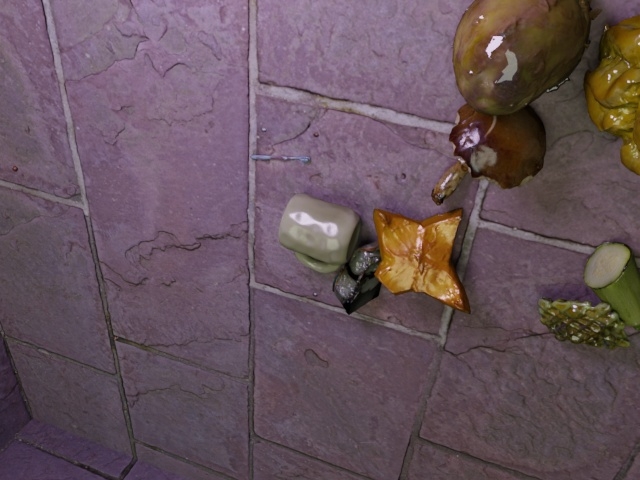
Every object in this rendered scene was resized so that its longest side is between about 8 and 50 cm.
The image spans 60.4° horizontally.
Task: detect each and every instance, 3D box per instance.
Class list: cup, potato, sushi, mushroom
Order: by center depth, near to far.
[{"bbox_3d":[0.398,-0.399,1.113,0.301,0.237,0.288,8,115,20],"label":"potato"},{"bbox_3d":[0.372,-0.229,1.331,0.208,0.232,0.302,37,156,-34],"label":"mushroom"},{"bbox_3d":[-0.006,0.005,1.608,0.202,0.173,0.255,19,117,12],"label":"cup"},{"bbox_3d":[0.118,0.083,1.661,0.109,0.134,0.272,41,141,30],"label":"sushi"}]

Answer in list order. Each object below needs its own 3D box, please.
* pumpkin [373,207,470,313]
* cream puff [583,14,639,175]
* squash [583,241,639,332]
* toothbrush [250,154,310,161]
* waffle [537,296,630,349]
[{"bbox_3d":[0.276,0.054,1.511,0.259,0.095,0.290,-1,93,7],"label":"pumpkin"},{"bbox_3d":[0.647,-0.293,1.066,0.257,0.291,0.324,21,116,18],"label":"cream puff"},{"bbox_3d":[0.774,0.147,1.424,0.137,0.137,0.287,-18,121,31],"label":"squash"},{"bbox_3d":[-0.120,-0.240,1.603,0.193,0.019,0.013,6,124,22],"label":"toothbrush"},{"bbox_3d":[0.705,0.232,1.489,0.224,0.054,0.204,1,143,46],"label":"waffle"}]
